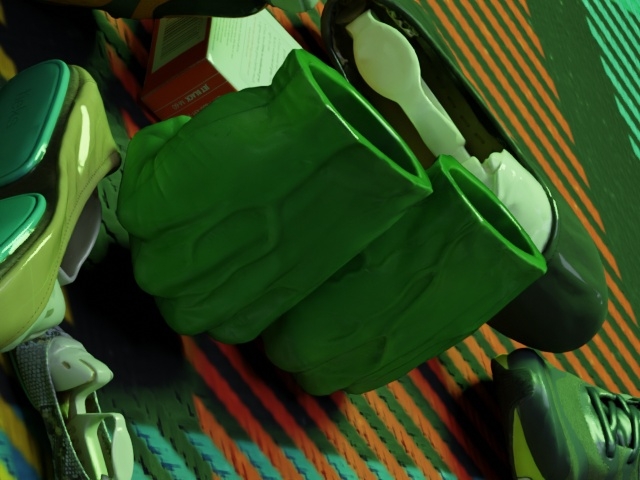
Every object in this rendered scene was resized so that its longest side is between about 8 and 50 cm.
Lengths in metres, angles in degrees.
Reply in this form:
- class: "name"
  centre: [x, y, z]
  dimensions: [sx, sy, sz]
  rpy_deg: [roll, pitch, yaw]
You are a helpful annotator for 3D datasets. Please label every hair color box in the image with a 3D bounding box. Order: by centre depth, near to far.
- class: "hair color box"
  centre: [-0.028, -0.068, 1.112]
  dimensions: [0.167, 0.053, 0.093]
  rpy_deg: [43, 31, -31]

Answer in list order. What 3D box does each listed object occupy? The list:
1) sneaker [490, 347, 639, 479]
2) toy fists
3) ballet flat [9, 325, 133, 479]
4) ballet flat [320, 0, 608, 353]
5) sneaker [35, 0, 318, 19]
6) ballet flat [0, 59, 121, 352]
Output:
- class: "sneaker"
  centre: [0.216, 0.135, 1.278]
  dimensions: [0.300, 0.121, 0.111]
  rpy_deg: [30, 41, -46]
- class: "toy fists"
  centre: [0.000, 0.000, 0.992]
  dimensions: [0.279, 0.142, 0.096]
  rpy_deg: [30, 23, -57]
- class: "ballet flat"
  centre: [-0.106, 0.076, 0.856]
  dimensions: [0.041, 0.041, 0.114]
  rpy_deg: [8, 58, -58]
- class: "ballet flat"
  centre: [0.078, -0.049, 1.208]
  dimensions: [0.280, 0.095, 0.096]
  rpy_deg: [55, 7, 18]
- class: "sneaker"
  centre: [-0.110, -0.212, 0.925]
  dimensions: [0.321, 0.180, 0.125]
  rpy_deg: [75, 9, -50]
- class: "ballet flat"
  centre: [-0.131, 0.002, 0.844]
  dimensions: [0.073, 0.080, 0.232]
  rpy_deg: [63, 25, -27]
